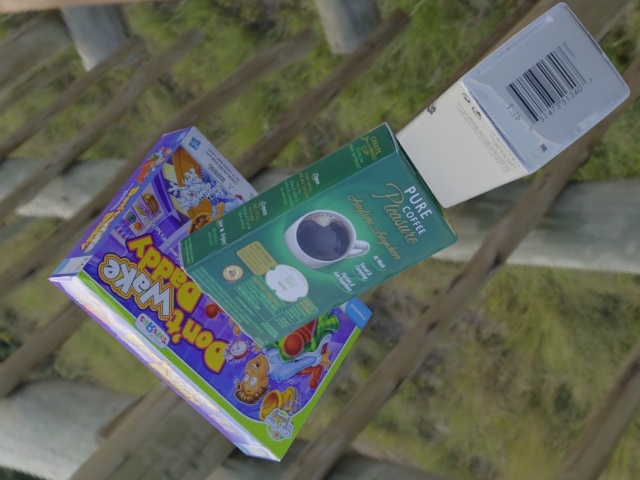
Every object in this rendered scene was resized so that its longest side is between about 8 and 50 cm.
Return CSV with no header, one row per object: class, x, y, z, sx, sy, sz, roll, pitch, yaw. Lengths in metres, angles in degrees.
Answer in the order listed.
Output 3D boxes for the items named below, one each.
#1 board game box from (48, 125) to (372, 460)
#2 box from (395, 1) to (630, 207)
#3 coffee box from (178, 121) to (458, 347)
board game box,-0.119,0.069,1.295,0.347,0.233,0.078,46,151,-25
box,0.155,-0.107,0.942,0.094,0.113,0.275,53,171,-2
coffee box,0.000,0.000,0.813,0.184,0.040,0.113,-30,131,12
